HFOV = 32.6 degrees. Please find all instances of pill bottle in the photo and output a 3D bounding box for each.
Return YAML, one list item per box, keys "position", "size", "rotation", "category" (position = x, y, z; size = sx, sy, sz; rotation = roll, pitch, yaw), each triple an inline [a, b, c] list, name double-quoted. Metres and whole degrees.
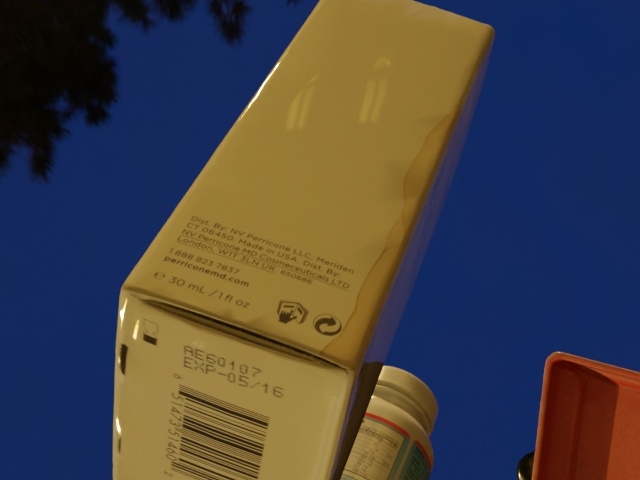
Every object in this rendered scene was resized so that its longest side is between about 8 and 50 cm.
- position: [0.024, 0.161, 0.721]
  size: [0.087, 0.087, 0.160]
  rotation: [34, -134, -3]
  category: "pill bottle"

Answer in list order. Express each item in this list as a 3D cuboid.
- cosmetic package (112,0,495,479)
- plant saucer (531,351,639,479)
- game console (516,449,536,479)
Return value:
- position: [0.000, 0.000, 0.615]
  size: [0.113, 0.160, 0.309]
  rotation: [19, -137, 8]
  category: "cosmetic package"
- position: [0.279, 0.230, 0.809]
  size: [0.258, 0.047, 0.259]
  rotation: [13, -77, 37]
  category: "plant saucer"
- position: [0.321, 0.281, 0.920]
  size: [0.173, 0.293, 0.250]
  rotation: [32, -136, -24]
  category: "game console"
